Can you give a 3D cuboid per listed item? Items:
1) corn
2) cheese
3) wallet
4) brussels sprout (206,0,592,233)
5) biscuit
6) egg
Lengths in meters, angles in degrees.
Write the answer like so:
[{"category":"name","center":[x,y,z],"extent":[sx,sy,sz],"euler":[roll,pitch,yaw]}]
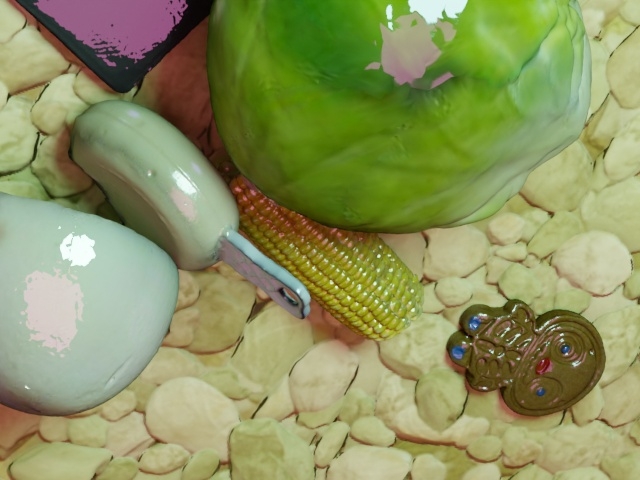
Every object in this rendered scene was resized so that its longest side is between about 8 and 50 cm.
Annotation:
[{"category":"corn","center":[0.000,0.000,1.566],"extent":[0.093,0.093,0.244],"euler":[-41,118,7]},{"category":"cheese","center":[-0.111,-0.028,1.461],"extent":[0.071,0.249,0.163],"euler":[-44,140,-22]},{"category":"wallet","center":[-0.214,-0.243,1.431],"extent":[0.124,0.025,0.244],"euler":[-44,119,9]},{"category":"brussels sprout","center":[0.063,-0.163,1.422],"extent":[0.344,0.268,0.344],"euler":[-18,139,-16]},{"category":"biscuit","center":[0.214,0.121,1.719],"extent":[0.175,0.026,0.124],"euler":[18,109,-22]},{"category":"egg","center":[-0.250,0.067,1.460],"extent":[0.271,0.206,0.161],"euler":[24,68,-32]}]
